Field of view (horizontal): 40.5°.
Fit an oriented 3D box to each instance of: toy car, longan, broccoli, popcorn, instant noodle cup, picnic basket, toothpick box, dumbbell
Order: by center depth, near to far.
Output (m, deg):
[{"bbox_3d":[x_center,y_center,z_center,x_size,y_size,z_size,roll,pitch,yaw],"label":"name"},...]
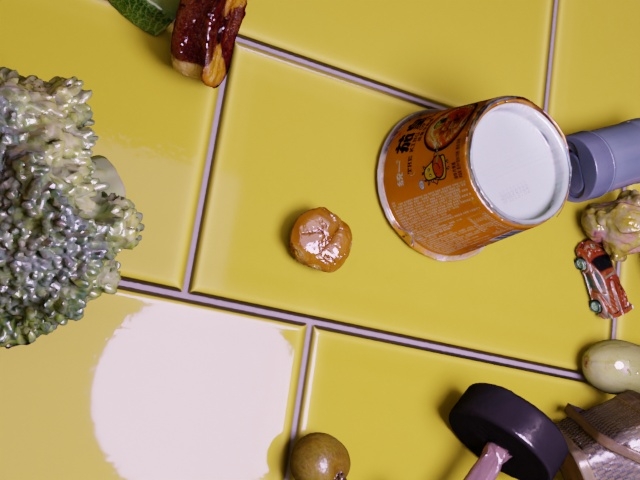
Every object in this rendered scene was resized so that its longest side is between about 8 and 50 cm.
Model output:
[{"bbox_3d":[-0.307,-0.046,0.837,0.260,0.235,0.288,-25,90,-28],"label":"broccoli"},{"bbox_3d":[0.003,0.268,1.032,0.075,0.083,0.075,-29,133,-35],"label":"longan"},{"bbox_3d":[0.192,0.302,1.079,0.152,0.152,0.218,46,66,-13],"label":"dumbbell"},{"bbox_3d":[0.207,-0.087,1.130,0.216,0.172,0.215,4,81,-27],"label":"instant noodle cup"},{"bbox_3d":[0.421,0.343,1.160,0.139,0.165,0.266,-23,93,0],"label":"picnic basket"},{"bbox_3d":[0.443,-0.026,1.272,0.097,0.109,0.089,-40,104,-16],"label":"popcorn"},{"bbox_3d":[0.423,-0.119,1.282,0.153,0.101,0.101,-15,89,-28],"label":"toothpick box"},{"bbox_3d":[0.421,0.056,1.292,0.059,0.035,0.122,-19,91,-26],"label":"toy car"}]

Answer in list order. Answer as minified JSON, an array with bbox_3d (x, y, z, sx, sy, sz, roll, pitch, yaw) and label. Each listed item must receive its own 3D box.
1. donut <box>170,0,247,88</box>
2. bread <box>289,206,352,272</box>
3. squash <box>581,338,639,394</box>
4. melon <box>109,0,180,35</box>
[{"bbox_3d":[-0.132,-0.251,1.022,0.059,0.140,0.140,17,74,4],"label":"donut"},{"bbox_3d":[0.000,0.000,1.088,0.081,0.046,0.083,-31,98,-24],"label":"bread"},{"bbox_3d":[0.491,0.194,1.281,0.250,0.083,0.083,11,78,-25],"label":"squash"},{"bbox_3d":[-0.215,-0.352,1.026,0.118,0.064,0.209,-30,99,-31],"label":"melon"}]
